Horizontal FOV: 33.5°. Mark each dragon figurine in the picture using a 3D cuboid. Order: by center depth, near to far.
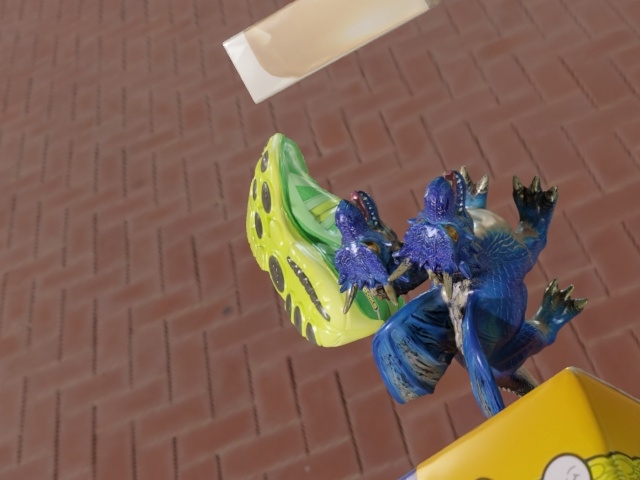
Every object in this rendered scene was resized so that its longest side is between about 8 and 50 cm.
[{"bbox_3d":[0.085,0.057,0.614,0.085,0.289,0.144,13,46,33],"label":"dragon figurine"}]

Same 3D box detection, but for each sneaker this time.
[{"bbox_3d":[0.000,0.000,1.153,0.123,0.109,0.295,0,44,-27],"label":"sneaker"}]

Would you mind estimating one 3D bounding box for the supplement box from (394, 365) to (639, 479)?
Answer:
[{"bbox_3d":[0.126,0.264,0.397,0.194,0.195,0.356,-40,40,28],"label":"supplement box"}]

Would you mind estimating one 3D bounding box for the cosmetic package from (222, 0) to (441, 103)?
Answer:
[{"bbox_3d":[0.008,-0.125,0.604,0.115,0.041,0.060,-26,10,20],"label":"cosmetic package"}]
